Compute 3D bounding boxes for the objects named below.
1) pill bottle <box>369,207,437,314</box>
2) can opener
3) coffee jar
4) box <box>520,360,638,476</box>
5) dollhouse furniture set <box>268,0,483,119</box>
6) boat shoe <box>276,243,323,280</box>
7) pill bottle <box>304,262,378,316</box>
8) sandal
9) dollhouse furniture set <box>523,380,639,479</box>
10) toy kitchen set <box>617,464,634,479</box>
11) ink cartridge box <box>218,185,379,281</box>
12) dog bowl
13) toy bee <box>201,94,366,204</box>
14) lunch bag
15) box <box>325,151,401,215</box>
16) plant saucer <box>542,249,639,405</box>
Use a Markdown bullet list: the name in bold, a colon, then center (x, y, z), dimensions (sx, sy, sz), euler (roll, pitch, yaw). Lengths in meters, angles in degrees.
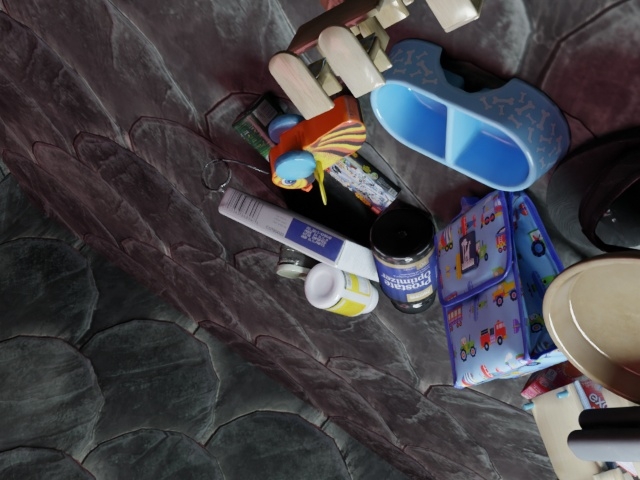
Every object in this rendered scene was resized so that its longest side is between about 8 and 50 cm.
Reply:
- **pill bottle**: center (0.166, 0.047, 1.505), dimensions (0.122, 0.123, 0.219), euler (27, 155, 29)
- **can opener**: center (0.439, 0.251, 0.957), dimensions (0.095, 0.076, 0.283), euler (49, 147, -12)
- **coffee jar**: center (-0.075, -0.185, 1.499), dimensions (0.184, 0.079, 0.096), euler (46, 149, -15)
- **box**: center (0.513, 0.293, 1.423), dimensions (0.257, 0.123, 0.128), euler (35, 157, 12)
- **dollhouse furniture set**: center (0.048, -0.301, 0.932), dimensions (0.242, 0.212, 0.161), euler (-19, 124, 34)
- **boat shoe**: center (-0.014, 0.061, 1.831), dimensions (0.081, 0.069, 0.227), euler (-11, 161, 35)
- **pill bottle**: center (0.053, 0.115, 1.770), dimensions (0.103, 0.103, 0.184), euler (22, 180, 37)
- **sandal**: center (0.410, -0.056, 0.946), dimensions (0.167, 0.107, 0.445), euler (43, 158, -8)
- **dollhouse furniture set**: center (0.479, 0.261, 1.290), dimensions (0.303, 0.198, 0.286), euler (126, 129, -61)
- **toy kitchen set**: center (0.602, 0.397, 1.567), dimensions (0.122, 0.166, 0.207), euler (91, 162, -62)
- **ink cartridge box**: center (0.000, 0.000, 1.683), dimensions (0.324, 0.071, 0.330), euler (24, -177, 33)
- **dog bowl**: center (0.198, -0.170, 1.109), dimensions (0.297, 0.074, 0.166), euler (29, 155, 22)
- **toy bee**: center (-0.035, -0.154, 1.384), dimensions (0.298, 0.195, 0.162), euler (0, 164, 33)
- **lunch bag**: center (0.283, 0.062, 1.249), dimensions (0.221, 0.138, 0.293), euler (132, 129, -62)
- **box**: center (0.078, -0.112, 1.467), dimensions (0.137, 0.027, 0.094), euler (40, 156, 0)
- **plant saucer**: center (0.400, 0.108, 0.922), dimensions (0.277, 0.041, 0.278), euler (25, 146, 18)
